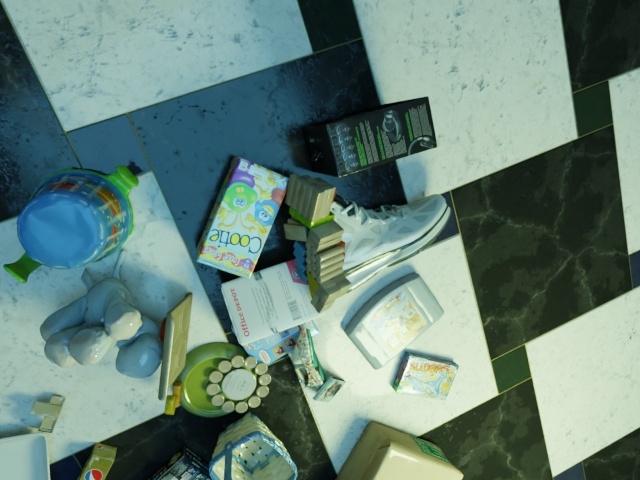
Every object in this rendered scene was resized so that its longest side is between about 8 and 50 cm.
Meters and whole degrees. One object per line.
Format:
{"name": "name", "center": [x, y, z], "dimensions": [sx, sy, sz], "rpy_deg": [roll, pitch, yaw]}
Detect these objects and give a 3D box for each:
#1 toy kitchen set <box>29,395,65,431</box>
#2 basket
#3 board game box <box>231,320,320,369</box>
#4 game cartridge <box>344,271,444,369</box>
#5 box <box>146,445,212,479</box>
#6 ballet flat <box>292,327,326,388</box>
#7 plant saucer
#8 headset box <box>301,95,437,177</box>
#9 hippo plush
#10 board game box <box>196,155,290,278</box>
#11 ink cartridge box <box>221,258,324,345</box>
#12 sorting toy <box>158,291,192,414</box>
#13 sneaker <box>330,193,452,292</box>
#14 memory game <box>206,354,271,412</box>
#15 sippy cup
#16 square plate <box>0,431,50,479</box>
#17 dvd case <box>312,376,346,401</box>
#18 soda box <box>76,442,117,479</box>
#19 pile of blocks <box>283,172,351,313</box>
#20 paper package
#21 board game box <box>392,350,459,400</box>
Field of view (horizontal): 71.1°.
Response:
{"name": "toy kitchen set", "center": [-0.727, 0.456, 1.182], "dimensions": [0.068, 0.075, 0.083], "rpy_deg": [22, 55, -23]}
{"name": "basket", "center": [-0.181, 0.655, 1.253], "dimensions": [0.201, 0.289, 0.254], "rpy_deg": [-38, 109, -6]}
{"name": "board game box", "center": [-0.129, 0.260, 1.313], "dimensions": [0.212, 0.039, 0.160], "rpy_deg": [-30, 109, -10]}
{"name": "game cartridge", "center": [0.231, 0.247, 1.413], "dimensions": [0.297, 0.062, 0.198], "rpy_deg": [-39, 114, -5]}
{"name": "box", "center": [-0.423, 0.743, 1.327], "dimensions": [0.220, 0.051, 0.175], "rpy_deg": [-43, 110, -4]}
{"name": "ballet flat", "center": [-0.041, 0.359, 1.317], "dimensions": [0.077, 0.091, 0.240], "rpy_deg": [-13, 122, 2]}
{"name": "plant saucer", "center": [-0.302, 0.412, 1.297], "dimensions": [0.241, 0.037, 0.240], "rpy_deg": [-4, 103, -17]}
{"name": "headset box", "center": [0.107, -0.264, 1.155], "dimensions": [0.283, 0.246, 0.131], "rpy_deg": [-19, 106, -13]}
{"name": "hippo plush", "center": [-0.515, 0.233, 1.111], "dimensions": [0.235, 0.294, 0.236], "rpy_deg": [-29, 132, -8]}
{"name": "board game box", "center": [-0.205, -0.064, 1.161], "dimensions": [0.142, 0.144, 0.275], "rpy_deg": [21, 95, -19]}
{"name": "ink cartridge box", "center": [-0.131, 0.164, 1.228], "dimensions": [0.237, 0.100, 0.171], "rpy_deg": [-19, 83, -10]}
{"name": "sorting toy", "center": [-0.379, 0.304, 1.142], "dimensions": [0.041, 0.229, 0.306], "rpy_deg": [8, 97, -6]}
{"name": "sneaker", "center": [0.145, -0.058, 1.255], "dimensions": [0.448, 0.169, 0.257], "rpy_deg": [-33, 111, -5]}
{"name": "memory game", "center": [-0.234, 0.414, 1.290], "dimensions": [0.186, 0.012, 0.186], "rpy_deg": [-4, 105, -15]}
{"name": "sippy cup", "center": [-0.561, -0.039, 1.018], "dimensions": [0.240, 0.224, 0.305], "rpy_deg": [11, 99, -18]}
{"name": "square plate", "center": [-0.888, 0.670, 1.172], "dimensions": [0.344, 0.049, 0.346], "rpy_deg": [-2, 103, -17]}
{"name": "dvd case", "center": [0.029, 0.461, 1.383], "dimensions": [0.087, 0.013, 0.119], "rpy_deg": [-49, 148, -2]}
{"name": "soda box", "center": [-0.636, 0.660, 1.241], "dimensions": [0.061, 0.058, 0.181], "rpy_deg": [27, 94, -21]}
{"name": "pile of blocks", "center": [0.000, 0.000, 1.155], "dimensions": [0.113, 0.149, 0.361], "rpy_deg": [-21, 112, -40]}
{"name": "paper package", "center": [0.246, 0.803, 1.482], "dimensions": [0.325, 0.168, 0.309], "rpy_deg": [29, 93, -20]}
{"name": "board game box", "center": [0.354, 0.457, 1.505], "dimensions": [0.201, 0.035, 0.136], "rpy_deg": [15, 98, -19]}
